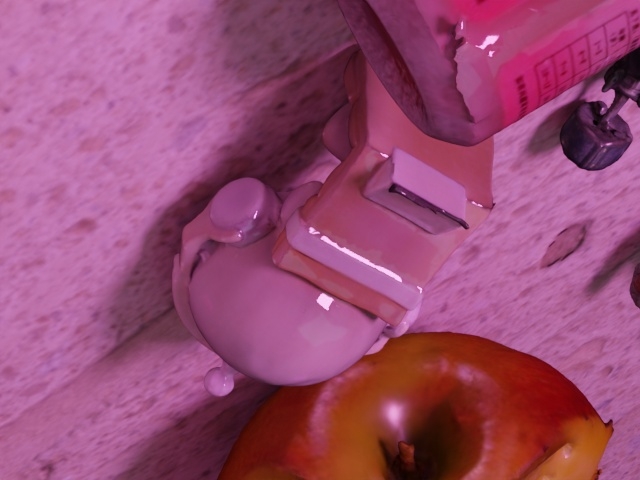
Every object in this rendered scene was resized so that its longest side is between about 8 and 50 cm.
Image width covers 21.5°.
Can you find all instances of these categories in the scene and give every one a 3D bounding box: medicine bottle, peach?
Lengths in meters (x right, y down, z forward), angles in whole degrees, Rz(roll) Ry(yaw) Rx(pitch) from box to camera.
[{"bbox_3d":[0.136,-0.163,0.894,0.247,0.147,0.147,-31,151,-6],"label":"medicine bottle"},{"bbox_3d":[0.067,0.225,1.320,0.306,0.242,0.380,-40,145,-36],"label":"peach"}]

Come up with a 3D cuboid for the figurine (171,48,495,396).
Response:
[{"bbox_3d":[0.000,0.003,1.041,0.162,0.141,0.237,23,125,-25],"label":"figurine"}]

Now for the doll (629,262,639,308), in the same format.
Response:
[{"bbox_3d":[0.346,-0.016,1.406,0.214,0.071,0.103,-38,153,-5],"label":"doll"}]

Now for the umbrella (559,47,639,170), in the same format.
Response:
[{"bbox_3d":[0.268,-0.165,1.081,0.143,0.094,0.349,-1,140,-38],"label":"umbrella"}]
